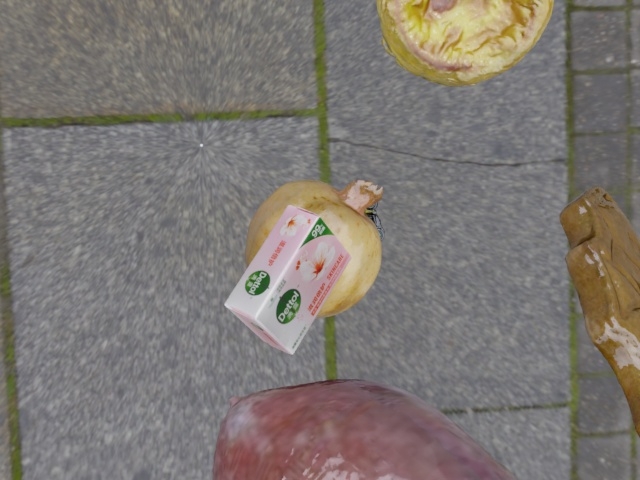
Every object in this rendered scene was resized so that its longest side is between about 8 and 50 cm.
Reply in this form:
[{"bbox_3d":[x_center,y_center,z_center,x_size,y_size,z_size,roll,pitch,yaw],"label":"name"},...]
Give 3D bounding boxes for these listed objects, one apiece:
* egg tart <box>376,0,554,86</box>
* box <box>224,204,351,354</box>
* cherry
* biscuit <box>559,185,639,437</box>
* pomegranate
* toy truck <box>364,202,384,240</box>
[{"bbox_3d":[0.215,-0.383,1.591,0.295,0.116,0.294,-4,119,-8],"label":"egg tart"},{"bbox_3d":[-0.030,0.040,1.046,0.125,0.043,0.089,-59,143,-14],"label":"box"},{"bbox_3d":[0.042,0.224,0.709,0.221,0.261,0.307,-32,82,-21],"label":"cherry"},{"bbox_3d":[0.221,0.060,0.695,0.034,0.215,0.182,-31,111,26],"label":"biscuit"},{"bbox_3d":[-0.011,0.012,1.510,0.207,0.207,0.207,-1,95,-6],"label":"pomegranate"},{"bbox_3d":[0.067,-0.037,1.611,0.054,0.049,0.083,-11,96,5],"label":"toy truck"}]
